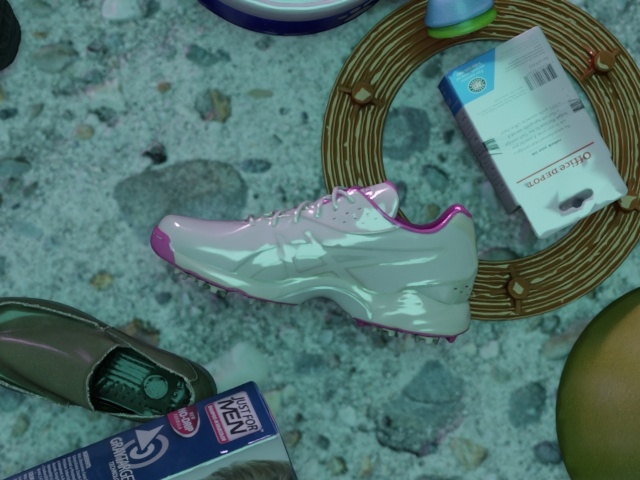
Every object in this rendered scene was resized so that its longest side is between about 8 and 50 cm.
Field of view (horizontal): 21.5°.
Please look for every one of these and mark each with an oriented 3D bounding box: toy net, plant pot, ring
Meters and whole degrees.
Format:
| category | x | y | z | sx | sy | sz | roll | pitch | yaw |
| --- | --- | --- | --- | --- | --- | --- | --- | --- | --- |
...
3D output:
| category | x | y | z | sx | sy | sz | roll | pitch | yaw |
| --- | --- | --- | --- | --- | --- | --- | --- | --- | --- |
| toy net | 0.183 | -0.263 | 1.630 | 0.232 | 0.122 | 0.045 | -28 | 112 | -20 |
| plant pot | 0.372 | 0.155 | 1.490 | 0.275 | 0.293 | 0.274 | 0 | 83 | -4 |
| ring | 0.169 | -0.090 | 1.635 | 0.337 | 0.032 | 0.336 | 0 | 84 | -4 |

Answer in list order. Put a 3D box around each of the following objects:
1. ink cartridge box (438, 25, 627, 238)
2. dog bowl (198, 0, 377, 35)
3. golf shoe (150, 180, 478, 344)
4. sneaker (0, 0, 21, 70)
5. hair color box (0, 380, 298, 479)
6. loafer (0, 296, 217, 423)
| category | x | y | z | sx | sy | sz | roll | pitch | yaw |
| --- | --- | --- | --- | --- | --- | --- | --- | --- | --- |
| ink cartridge box | 0.200 | -0.097 | 1.592 | 0.104 | 0.060 | 0.180 | -27 | 86 | -7 |
| dog bowl | -0.029 | -0.333 | 1.611 | 0.265 | 0.104 | 0.264 | 1 | 83 | -5 |
| golf shoe | 0.000 | 0.000 | 1.559 | 0.306 | 0.115 | 0.140 | 12 | 101 | -7 |
| sneaker | -0.420 | -0.227 | 1.571 | 0.286 | 0.130 | 0.109 | 17 | 89 | -24 |
| hair color box | -0.182 | 0.277 | 1.498 | 0.347 | 0.105 | 0.173 | -22 | 117 | -6 |
| loafer | -0.216 | 0.111 | 1.555 | 0.251 | 0.087 | 0.094 | 15 | 83 | -3 |
